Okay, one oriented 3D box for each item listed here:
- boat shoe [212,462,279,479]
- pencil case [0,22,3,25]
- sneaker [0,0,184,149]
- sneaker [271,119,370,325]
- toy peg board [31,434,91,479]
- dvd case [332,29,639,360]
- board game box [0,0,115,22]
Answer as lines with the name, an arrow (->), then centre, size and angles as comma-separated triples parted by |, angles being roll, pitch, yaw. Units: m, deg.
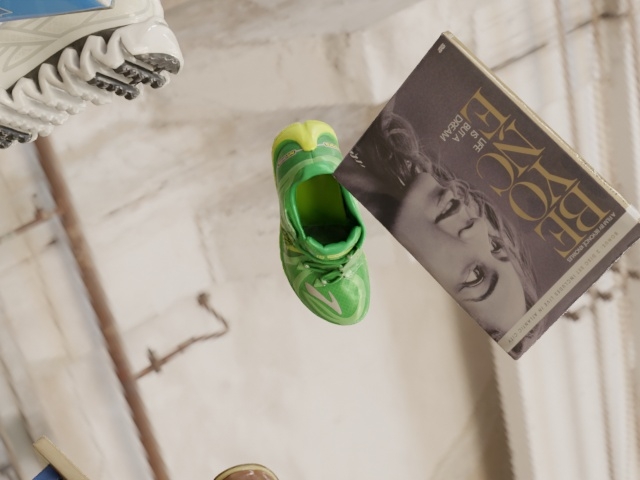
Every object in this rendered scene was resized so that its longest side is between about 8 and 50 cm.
boat shoe -> -0.052, 0.241, 0.943 | 0.060, 0.064, 0.178 | -114, -159, -51
pencil case -> -0.349, -0.343, 1.521 | 0.124, 0.273, 0.113 | 18, -39, 41
sneaker -> -0.267, -0.164, 1.166 | 0.110, 0.292, 0.118 | 22, 51, -70
sneaker -> 0.000, 0.000, 1.537 | 0.123, 0.109, 0.295 | -106, -179, -54
toy peg board -> -0.220, 0.283, 1.174 | 0.161, 0.079, 0.160 | 40, -21, 15
dvd case -> 0.130, -0.033, 1.015 | 0.221, 0.018, 0.164 | 46, -57, 10
board game box -> -0.197, -0.296, 0.563 | 0.086, 0.308, 0.301 | -2, -105, 27
